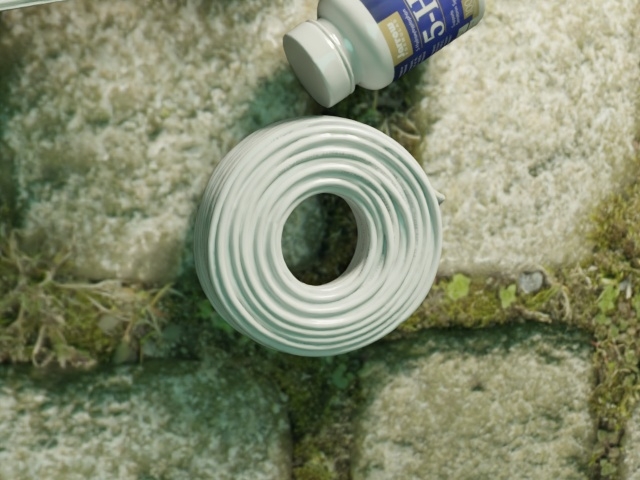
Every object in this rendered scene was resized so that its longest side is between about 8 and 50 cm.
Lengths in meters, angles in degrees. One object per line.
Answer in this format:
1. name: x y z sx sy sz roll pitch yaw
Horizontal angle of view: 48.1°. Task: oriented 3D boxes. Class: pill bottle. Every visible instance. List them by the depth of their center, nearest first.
1. pill bottle: 0.061 -0.218 0.720 0.186 0.112 0.112 -36 108 -9

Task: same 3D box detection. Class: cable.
1. cable: 0.000 0.000 0.748 0.257 0.089 0.257 35 88 -20

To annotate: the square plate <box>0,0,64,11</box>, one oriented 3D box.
1. square plate: -0.193 -0.335 0.468 0.344 0.049 0.347 -18 109 -24
